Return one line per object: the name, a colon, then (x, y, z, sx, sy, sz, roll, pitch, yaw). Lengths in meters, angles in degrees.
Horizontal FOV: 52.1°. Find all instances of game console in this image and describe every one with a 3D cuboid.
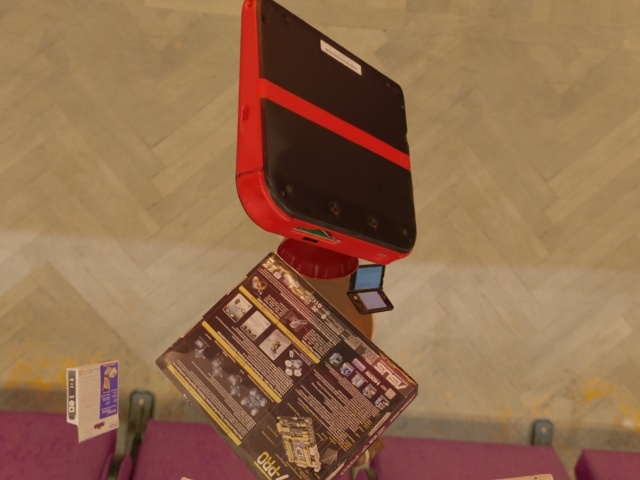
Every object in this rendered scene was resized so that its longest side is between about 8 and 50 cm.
game console: (0.021, -0.152, 1.015, 0.060, 0.386, 0.342, -17, 68, 36)
game console: (0.133, 0.122, 1.651, 0.122, 0.107, 0.071, -3, 137, -40)

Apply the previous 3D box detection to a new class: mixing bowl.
mixing bowl: (0.000, 0.000, 1.444, 0.181, 0.098, 0.181, 6, 147, 4)

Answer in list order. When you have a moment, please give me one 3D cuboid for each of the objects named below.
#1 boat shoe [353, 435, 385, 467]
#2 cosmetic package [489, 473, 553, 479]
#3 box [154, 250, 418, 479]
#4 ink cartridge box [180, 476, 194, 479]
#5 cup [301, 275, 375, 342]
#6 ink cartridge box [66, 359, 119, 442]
boat shoe: (0.042, 0.346, 1.373, 0.095, 0.257, 0.095, -18, 149, -29)
cosmetic package: (0.234, 0.468, 0.900, 0.224, 0.138, 0.225, -18, 93, 25)
box: (-0.065, 0.257, 1.228, 0.395, 0.097, 0.318, 40, 75, 22)
ink cartridge box: (-0.249, 0.711, 1.600, 0.273, 0.198, 0.115, 15, 100, 4)
cup: (-0.045, 0.245, 1.817, 0.331, 0.237, 0.331, 9, 62, -18)
ink cartridge box: (-0.660, 0.462, 1.906, 0.045, 0.206, 0.208, -4, 85, 15)
